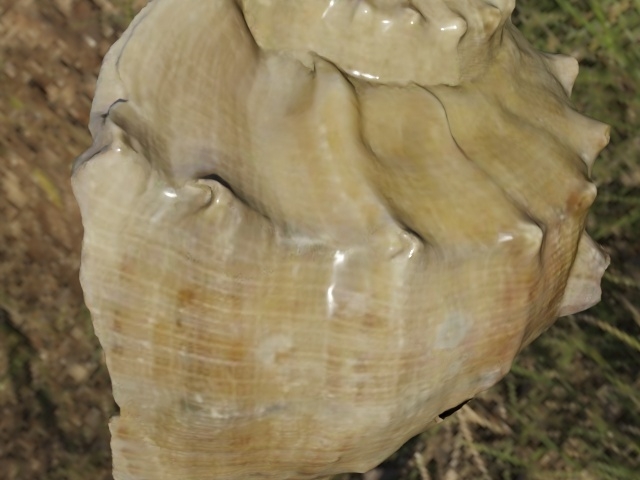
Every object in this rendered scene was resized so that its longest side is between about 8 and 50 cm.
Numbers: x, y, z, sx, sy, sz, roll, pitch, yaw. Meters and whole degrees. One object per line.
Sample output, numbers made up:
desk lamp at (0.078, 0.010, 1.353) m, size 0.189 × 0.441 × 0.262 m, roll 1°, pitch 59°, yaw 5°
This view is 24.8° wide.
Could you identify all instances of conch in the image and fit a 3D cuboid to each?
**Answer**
conch at (0.009, 0.000, 0.605) m, size 0.186 × 0.324 × 0.263 m, roll 14°, pitch 22°, yaw 35°
